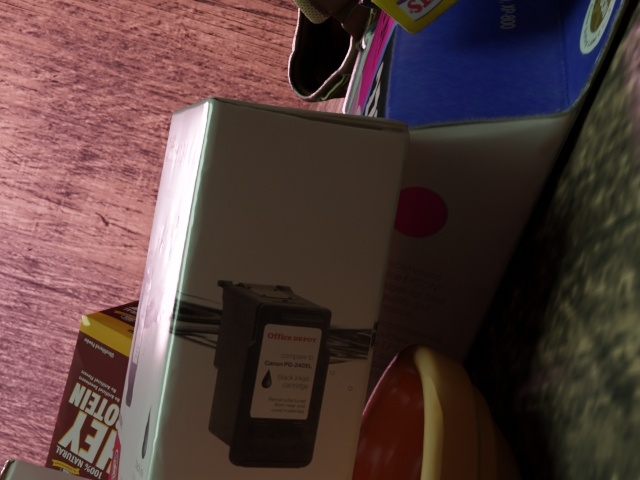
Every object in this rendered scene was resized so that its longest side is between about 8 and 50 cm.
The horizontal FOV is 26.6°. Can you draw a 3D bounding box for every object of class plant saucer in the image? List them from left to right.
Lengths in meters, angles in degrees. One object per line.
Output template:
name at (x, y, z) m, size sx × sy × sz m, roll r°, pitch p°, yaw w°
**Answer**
plant saucer at (0.017, 0.130, 0.395) m, size 0.200 × 0.037 × 0.200 m, roll -164°, pitch 90°, yaw -85°

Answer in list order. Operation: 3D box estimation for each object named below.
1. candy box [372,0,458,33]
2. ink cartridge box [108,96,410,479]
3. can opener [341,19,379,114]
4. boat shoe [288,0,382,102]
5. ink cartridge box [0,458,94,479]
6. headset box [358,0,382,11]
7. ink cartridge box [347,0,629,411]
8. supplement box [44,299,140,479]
candy box at (0.073, -0.164, 0.514) m, size 0.105 × 0.027 × 0.206 m, roll -38°, pitch 23°, yaw 32°
ink cartridge box at (-0.025, 0.032, 0.433) m, size 0.109 × 0.063 × 0.151 m, roll -166°, pitch 85°, yaw -77°
can opener at (0.027, -0.033, 0.746) m, size 0.073 × 0.059 × 0.186 m, roll -83°, pitch 10°, yaw -64°
boat shoe at (0.025, -0.177, 0.917) m, size 0.095 × 0.095 × 0.257 m, roll 57°, pitch 158°, yaw 26°
ink cartridge box at (-0.149, 0.298, 0.906) m, size 0.114 × 0.197 × 0.273 m, roll -80°, pitch 7°, yaw -56°
headset box at (0.062, -0.159, 0.729) m, size 0.032 × 0.062 × 0.083 m, roll -110°, pitch 35°, yaw -82°
ink cartridge box at (0.032, 0.001, 0.559) m, size 0.176 × 0.069 × 0.371 m, roll -80°, pitch 9°, yaw -54°
supplement box at (-0.144, 0.164, 1.320) m, size 0.194 × 0.129 × 0.191 m, roll -15°, pitch -54°, yaw -60°
